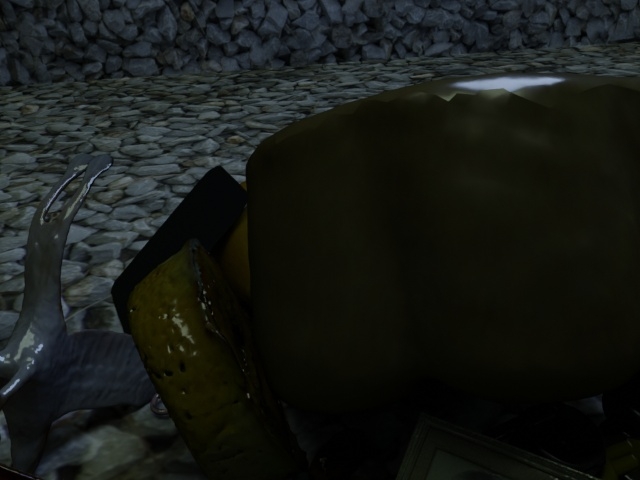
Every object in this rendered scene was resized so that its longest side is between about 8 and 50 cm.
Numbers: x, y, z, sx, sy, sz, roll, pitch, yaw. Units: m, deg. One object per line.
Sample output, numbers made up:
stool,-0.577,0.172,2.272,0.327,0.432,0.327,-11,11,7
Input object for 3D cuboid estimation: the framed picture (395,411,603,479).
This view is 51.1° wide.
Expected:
framed picture,0.110,0.262,0.486,0.173,0.010,0.231,13,71,31

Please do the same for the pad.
pad,-0.215,0.009,0.995,0.267,0.004,0.181,-49,35,2

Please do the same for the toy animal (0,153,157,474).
toy animal,-0.286,0.088,0.728,0.225,0.284,0.302,4,26,9

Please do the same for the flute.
flute,0.087,0.199,0.579,0.269,0.014,0.014,-38,11,30

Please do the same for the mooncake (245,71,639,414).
mooncake,0.146,0.016,0.682,0.467,0.262,0.467,-8,-7,-1

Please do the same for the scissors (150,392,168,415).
scissors,-0.130,0.169,0.839,0.085,0.022,0.176,16,35,26

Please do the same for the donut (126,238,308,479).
donut,-0.112,0.135,0.685,0.107,0.272,0.272,-28,30,-4

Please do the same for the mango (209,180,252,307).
mango,-0.046,0.019,0.975,0.211,0.173,0.317,-14,36,-17

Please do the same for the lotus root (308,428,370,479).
lotus root,0.022,0.226,0.701,0.037,0.030,0.083,19,35,35

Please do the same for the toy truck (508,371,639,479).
toy truck,0.254,0.226,0.569,0.224,0.147,0.165,-13,42,-26

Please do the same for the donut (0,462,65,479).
donut,-0.340,0.247,0.591,0.186,0.144,0.126,21,48,-8
